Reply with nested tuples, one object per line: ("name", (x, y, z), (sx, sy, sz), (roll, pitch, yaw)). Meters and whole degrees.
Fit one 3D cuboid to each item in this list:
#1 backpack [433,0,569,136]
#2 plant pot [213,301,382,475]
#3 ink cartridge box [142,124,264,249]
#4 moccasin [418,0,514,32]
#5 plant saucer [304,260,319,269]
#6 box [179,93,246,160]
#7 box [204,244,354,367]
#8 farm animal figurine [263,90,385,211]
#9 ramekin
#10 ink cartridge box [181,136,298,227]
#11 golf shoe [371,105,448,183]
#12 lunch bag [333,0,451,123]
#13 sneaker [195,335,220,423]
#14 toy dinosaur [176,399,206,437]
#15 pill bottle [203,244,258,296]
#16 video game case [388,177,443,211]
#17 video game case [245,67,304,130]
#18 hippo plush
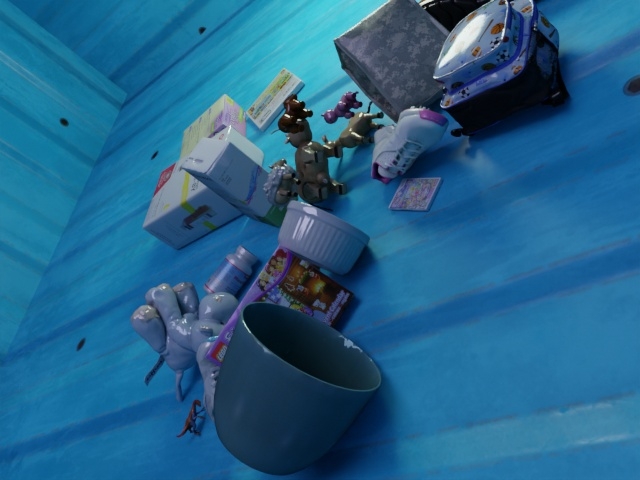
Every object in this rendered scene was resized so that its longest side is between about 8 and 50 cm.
("backpack", (0.385, -0.393, 1.372), (0.276, 0.213, 0.263), (-14, 40, 45))
("plant pot", (-0.067, 0.293, 1.197), (0.235, 0.293, 0.293), (-63, 32, 11))
("ink cartridge box", (-0.396, -0.175, 2.134), (0.385, 0.160, 0.279), (-25, 41, 35))
("moccasin", (0.417, -0.649, 1.621), (0.380, 0.139, 0.147), (-15, 49, 42))
("plant saucer", (-0.076, 0.062, 1.638), (0.198, 0.036, 0.198), (-31, 39, 29))
("box", (-0.405, -0.393, 2.394), (0.243, 0.117, 0.213), (-36, 36, 24))
("box", (-0.088, 0.185, 1.386), (0.293, 0.201, 0.057), (-57, 1, -8))
("farm animal figurine", (-0.005, -0.244, 1.686), (0.172, 0.330, 0.326), (13, 97, 51))
("ramekin", (0.000, 0.000, 1.458), (0.207, 0.207, 0.109), (18, 81, 55))
("ink cartridge box", (-0.234, -0.170, 1.826), (0.201, 0.278, 0.117), (19, 74, 55))
("golf shoe", (0.201, -0.213, 1.463), (0.306, 0.115, 0.140), (156, 133, -75))
("lunch bag", (0.216, -0.452, 1.615), (0.235, 0.169, 0.287), (-37, 68, -1))
("sneaker", (-0.228, 0.322, 1.449), (0.087, 0.228, 0.092), (-15, 30, -23))
("toy dinosaur", (-0.310, 0.431, 1.536), (0.047, 0.090, 0.082), (3, 105, 63))
("pill bottle", (-0.247, 0.095, 1.765), (0.160, 0.087, 0.087), (-53, 33, -1))
("video game case", (0.219, -0.107, 1.464), (0.122, 0.011, 0.087), (6, 63, 53))
("video game case", (-0.170, -0.518, 2.314), (0.227, 0.026, 0.206), (-48, 33, 7))
("hippo plush", (-0.333, 0.224, 1.611), (0.236, 0.234, 0.294), (-16, 46, 43))
